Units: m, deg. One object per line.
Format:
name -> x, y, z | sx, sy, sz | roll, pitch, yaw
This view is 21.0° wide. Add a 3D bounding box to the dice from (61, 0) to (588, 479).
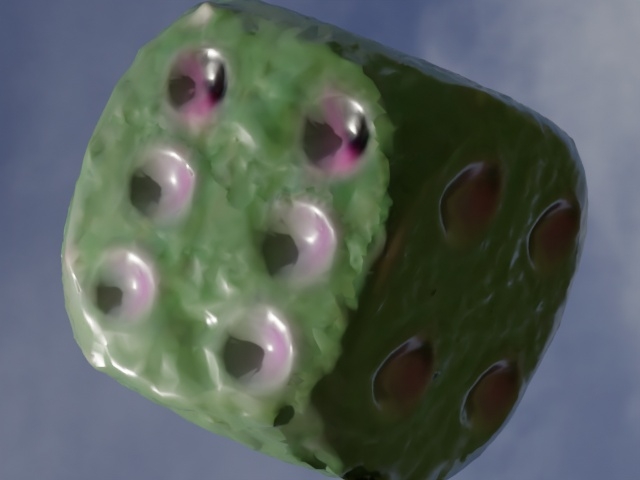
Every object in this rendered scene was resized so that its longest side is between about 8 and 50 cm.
dice -> 0.000, 0.000, 1.395 | 0.330, 0.318, 0.322 | 16, -84, -55
